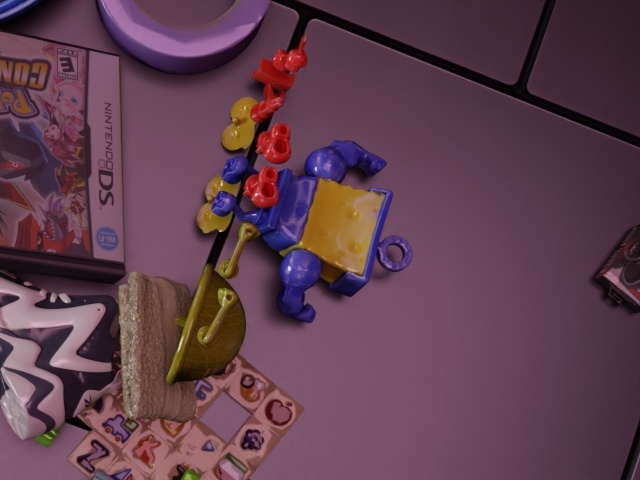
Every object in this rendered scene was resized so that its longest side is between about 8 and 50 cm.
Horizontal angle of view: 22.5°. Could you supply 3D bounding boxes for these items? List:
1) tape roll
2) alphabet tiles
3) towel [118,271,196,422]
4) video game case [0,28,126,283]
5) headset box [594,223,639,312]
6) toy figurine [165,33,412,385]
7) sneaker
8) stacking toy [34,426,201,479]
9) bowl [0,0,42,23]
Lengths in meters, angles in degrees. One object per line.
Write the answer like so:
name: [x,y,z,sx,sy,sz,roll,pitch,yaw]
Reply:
tape roll: [-0.144,-0.275,1.698,0.189,0.080,0.189,1,83,-9]
alphabet tiles: [-0.168,0.175,1.671,0.237,0.009,0.198,40,79,-1]
towel: [-0.163,0.109,1.627,0.027,0.110,0.148,-6,79,31]
video game case: [-0.322,-0.094,1.589,0.274,0.035,0.248,9,66,-32]
headset box: [0.344,0.033,1.751,0.062,0.032,0.083,40,77,-2]
toy figurine: [0.000,0.000,1.626,0.217,0.191,0.363,23,66,-18]
sneaker: [-0.276,0.074,1.627,0.153,0.094,0.235,-19,58,-28]
stacking toy: [-0.247,0.291,1.621,0.167,0.052,0.221,31,81,-5]
bowl: [-0.409,-0.396,1.678,0.391,0.077,0.391,1,82,-8]
